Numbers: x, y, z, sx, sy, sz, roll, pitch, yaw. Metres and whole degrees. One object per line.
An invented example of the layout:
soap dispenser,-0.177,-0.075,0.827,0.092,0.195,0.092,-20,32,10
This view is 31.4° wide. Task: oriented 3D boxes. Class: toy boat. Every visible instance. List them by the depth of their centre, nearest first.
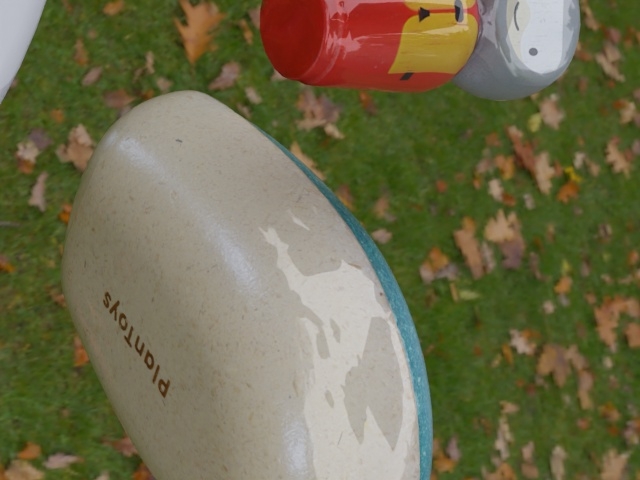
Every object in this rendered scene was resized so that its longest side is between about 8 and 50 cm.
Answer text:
toy boat,0.000,0.000,0.541,0.148,0.318,0.267,-9,52,-38

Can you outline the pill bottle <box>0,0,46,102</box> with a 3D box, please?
pill bottle,-0.261,-0.134,0.272,0.363,0.210,0.210,14,57,6
